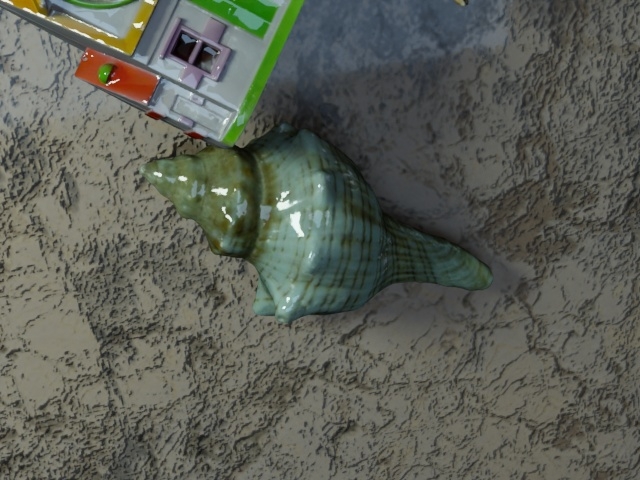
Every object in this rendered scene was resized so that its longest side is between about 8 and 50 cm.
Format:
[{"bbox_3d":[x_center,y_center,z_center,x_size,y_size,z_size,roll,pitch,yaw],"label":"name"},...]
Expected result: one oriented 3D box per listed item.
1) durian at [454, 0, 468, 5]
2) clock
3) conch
[{"bbox_3d":[0.056,-0.364,0.911,0.186,0.153,0.260,8,136,5],"label":"durian"},{"bbox_3d":[-0.168,-0.248,0.901,0.309,0.166,0.235,25,88,-14],"label":"clock"},{"bbox_3d":[-0.004,0.009,1.057,0.386,0.169,0.203,32,134,-15],"label":"conch"}]
